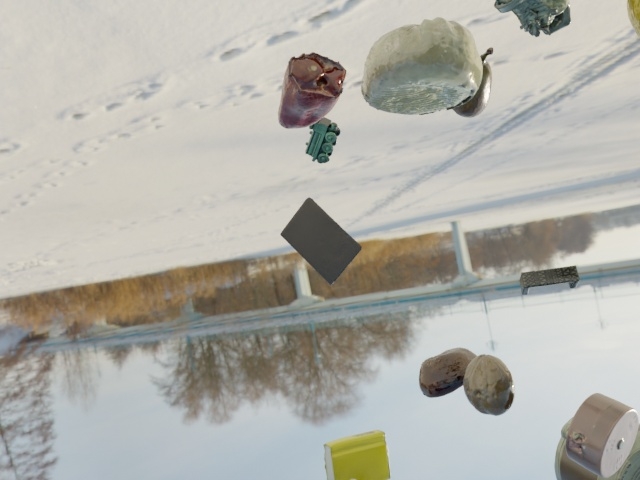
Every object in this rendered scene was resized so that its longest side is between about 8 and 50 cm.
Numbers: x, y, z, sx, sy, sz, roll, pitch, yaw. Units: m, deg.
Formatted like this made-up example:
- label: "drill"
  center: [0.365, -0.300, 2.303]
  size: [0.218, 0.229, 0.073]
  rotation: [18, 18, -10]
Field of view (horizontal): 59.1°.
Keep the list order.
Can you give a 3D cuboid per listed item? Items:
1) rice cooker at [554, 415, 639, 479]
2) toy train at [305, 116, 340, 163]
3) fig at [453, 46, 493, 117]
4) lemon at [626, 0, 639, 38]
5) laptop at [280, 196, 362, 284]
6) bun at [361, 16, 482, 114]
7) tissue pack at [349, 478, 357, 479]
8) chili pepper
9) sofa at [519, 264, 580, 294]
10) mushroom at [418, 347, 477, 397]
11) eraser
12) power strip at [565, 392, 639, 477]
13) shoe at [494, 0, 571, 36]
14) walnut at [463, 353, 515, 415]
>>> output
- label: "rice cooker"
  center: [0.864, 0.671, 1.619]
  size: [0.335, 0.335, 0.325]
  rotation: [-10, 177, -7]
- label: "toy train"
  center: [0.002, -0.350, 1.976]
  size: [0.111, 0.170, 0.071]
  rotation: [25, -139, 2]
- label: "fig"
  center: [0.493, -0.522, 1.814]
  size: [0.145, 0.170, 0.274]
  rotation: [12, 154, 1]
- label: "lemon"
  center: [0.604, -0.396, 0.859]
  size: [0.233, 0.234, 0.288]
  rotation: [-10, -179, -4]
- label: "laptop"
  center: [0.000, 0.000, 1.426]
  size: [0.135, 0.197, 0.016]
  rotation: [-51, 164, 21]
- label: "bun"
  center: [0.275, -0.487, 1.562]
  size: [0.359, 0.211, 0.360]
  rotation: [-4, 176, 0]
- label: "tissue pack"
  center: [0.019, 0.796, 1.501]
  size: [0.333, 0.236, 0.229]
  rotation: [-1, 145, -34]
- label: "chili pepper"
  center: [-0.033, -0.357, 1.423]
  size: [0.144, 0.136, 0.253]
  rotation: [-35, 174, -23]
- label: "sofa"
  center: [0.506, 0.089, 1.253]
  size: [0.117, 0.039, 0.060]
  rotation: [-8, 156, 10]
- label: "mushroom"
  center: [0.440, 0.444, 1.947]
  size: [0.231, 0.138, 0.194]
  rotation: [-28, 162, -25]
- label: "eraser"
  center: [0.122, 0.730, 1.870]
  size: [0.226, 0.158, 0.069]
  rotation: [-3, 171, -27]
- label: "power strip"
  center: [0.563, 0.390, 1.128]
  size: [0.154, 0.154, 0.078]
  rotation: [-9, -159, -36]
- label: "shoe"
  center: [0.432, -0.488, 1.145]
  size: [0.293, 0.149, 0.109]
  rotation: [-17, 179, -44]
- label: "walnut"
  center: [0.459, 0.395, 1.539]
  size: [0.140, 0.162, 0.140]
  rotation: [-19, -168, 4]
